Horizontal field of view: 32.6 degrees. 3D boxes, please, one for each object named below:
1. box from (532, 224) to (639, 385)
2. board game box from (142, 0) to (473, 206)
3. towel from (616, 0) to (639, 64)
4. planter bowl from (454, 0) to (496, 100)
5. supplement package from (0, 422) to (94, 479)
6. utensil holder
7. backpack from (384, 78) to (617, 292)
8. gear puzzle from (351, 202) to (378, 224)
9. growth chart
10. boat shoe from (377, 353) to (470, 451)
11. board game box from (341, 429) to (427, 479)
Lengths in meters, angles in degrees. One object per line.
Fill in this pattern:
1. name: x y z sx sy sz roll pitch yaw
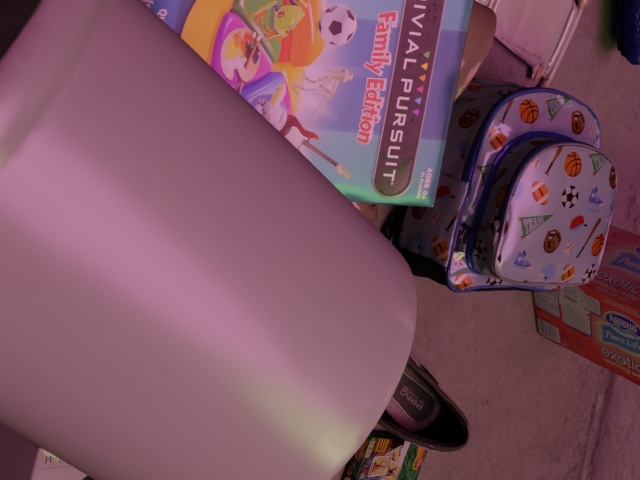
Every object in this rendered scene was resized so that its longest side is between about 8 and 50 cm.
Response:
1. box: 0.463 0.099 1.579 0.142 0.300 0.154 -35 128 -25
2. board game box: -0.032 -0.171 1.050 0.336 0.079 0.254 3 108 -20
3. towel: 0.482 -0.424 1.531 0.227 0.076 0.308 -32 128 -39
4. planter bowl: 0.099 -0.219 1.206 0.109 0.162 0.162 33 84 -19
5. supplement package: -0.246 0.251 1.077 0.194 0.149 0.203 1 109 -44
6. utensil holder: -0.156 0.008 0.853 0.385 0.327 0.328 40 79 -29
7. backpack: 0.237 -0.066 1.368 0.276 0.213 0.263 2 96 -41
8. gear puzzle: 0.000 0.000 1.241 0.175 0.044 0.339 2 98 -34
9. growth chart: 0.275 -0.311 1.413 0.237 0.021 0.172 31 86 -47
10. boat shoe: 0.092 0.185 1.411 0.335 0.095 0.112 40 80 -46
11. board game box: 0.061 0.389 1.525 0.136 0.030 0.260 13 99 -48
